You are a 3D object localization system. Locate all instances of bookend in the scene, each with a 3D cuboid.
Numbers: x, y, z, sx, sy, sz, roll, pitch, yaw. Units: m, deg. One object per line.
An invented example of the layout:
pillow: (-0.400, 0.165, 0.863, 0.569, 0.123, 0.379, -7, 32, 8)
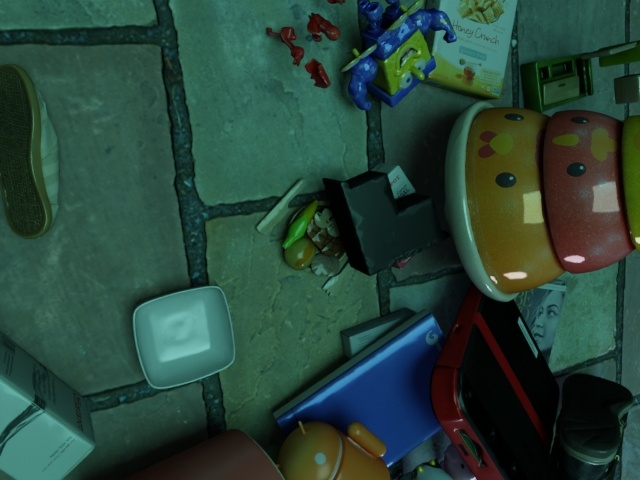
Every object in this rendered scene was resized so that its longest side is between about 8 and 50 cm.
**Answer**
bookend: (0.105, -0.050, 0.897, 0.156, 0.072, 0.157, -25, 109, -17)

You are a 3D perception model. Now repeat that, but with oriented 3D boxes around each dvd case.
dvd case: (0.444, 0.186, 1.211, 0.165, 0.018, 0.221, 9, 94, -27)

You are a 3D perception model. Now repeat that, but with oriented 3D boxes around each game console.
game console: (0.342, 0.285, 1.067, 0.386, 0.060, 0.342, 57, 42, -23)

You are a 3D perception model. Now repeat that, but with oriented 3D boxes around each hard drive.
hard drive: (0.105, 0.294, 0.998, 0.319, 0.040, 0.210, -33, 108, -10)

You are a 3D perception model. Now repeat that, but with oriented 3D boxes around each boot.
boot: (0.553, 0.461, 1.193, 0.377, 0.138, 0.284, -18, 117, -61)

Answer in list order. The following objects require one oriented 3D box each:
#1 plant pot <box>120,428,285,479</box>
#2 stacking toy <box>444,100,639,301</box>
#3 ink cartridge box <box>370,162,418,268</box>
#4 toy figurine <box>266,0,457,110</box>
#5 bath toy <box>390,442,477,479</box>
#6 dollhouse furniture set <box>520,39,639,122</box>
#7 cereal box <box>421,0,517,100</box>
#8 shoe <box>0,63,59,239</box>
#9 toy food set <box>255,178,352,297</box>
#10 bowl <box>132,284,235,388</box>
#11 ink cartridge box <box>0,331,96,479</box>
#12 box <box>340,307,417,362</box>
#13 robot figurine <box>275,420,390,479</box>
plant pot: (-0.175, 0.420, 0.812, 0.243, 0.275, 0.274, -29, 110, -31)
stacking toy: (0.466, -0.090, 0.881, 0.351, 0.480, 0.350, 15, 71, -53)
ink cartridge box: (0.120, -0.043, 0.983, 0.109, 0.063, 0.150, -44, 115, -12)
toy figurine: (0.120, -0.336, 0.919, 0.362, 0.191, 0.217, -45, 145, -7)
bath toy: (0.256, 0.445, 1.099, 0.348, 0.151, 0.128, -13, 82, -29)
dollhouse furniture set: (0.529, -0.211, 1.088, 0.151, 0.198, 0.301, -19, 106, -24)
cereal box: (0.266, -0.387, 1.010, 0.173, 0.047, 0.240, 6, 96, -28)
shoe: (-0.380, -0.112, 0.729, 0.077, 0.058, 0.218, -4, 97, 5)
toy food set: (0.000, 0.000, 0.940, 0.192, 0.038, 0.132, 43, 82, -26)
bowl: (-0.208, 0.139, 0.853, 0.142, 0.053, 0.141, -14, 104, -25)
ink cartridge box: (-0.395, 0.200, 0.712, 0.087, 0.153, 0.208, -46, 114, -13)
box: (0.121, 0.234, 1.044, 0.145, 0.038, 0.186, -16, 106, -23)
robot figurine: (0.020, 0.372, 0.896, 0.219, 0.158, 0.128, 39, 41, -21)
